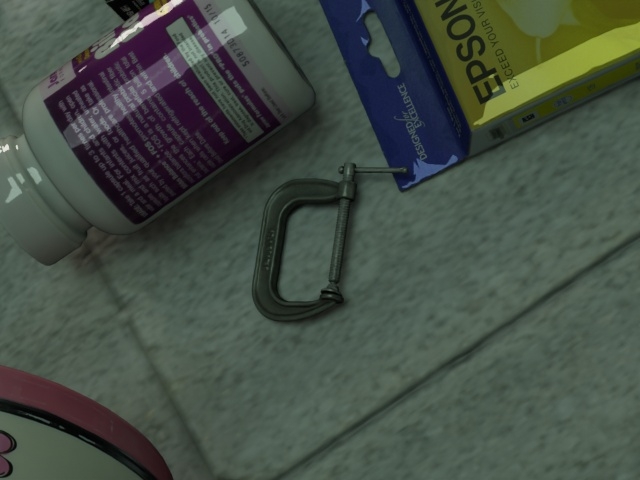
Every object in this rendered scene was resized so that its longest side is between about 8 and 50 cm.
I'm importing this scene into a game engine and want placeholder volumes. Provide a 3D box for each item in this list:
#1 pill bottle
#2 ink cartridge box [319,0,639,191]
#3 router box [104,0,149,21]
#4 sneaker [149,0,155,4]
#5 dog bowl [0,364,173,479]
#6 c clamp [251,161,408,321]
[{"bbox_3d":[-0.169,-0.111,1.504,0.301,0.169,0.169,-35,65,4],"label":"pill bottle"},{"bbox_3d":[0.152,-0.245,1.499,0.307,0.072,0.304,-25,67,7],"label":"ink cartridge box"},{"bbox_3d":[-0.196,-0.273,1.609,0.038,0.092,0.122,-24,67,9],"label":"router box"},{"bbox_3d":[-0.105,-0.278,1.588,0.065,0.076,0.166,32,75,22],"label":"sneaker"},{"bbox_3d":[-0.295,0.244,1.321,0.408,0.408,0.150,-6,50,17],"label":"dog bowl"},{"bbox_3d":[0.000,0.000,1.486,0.137,0.022,0.161,7,76,27],"label":"c clamp"}]
